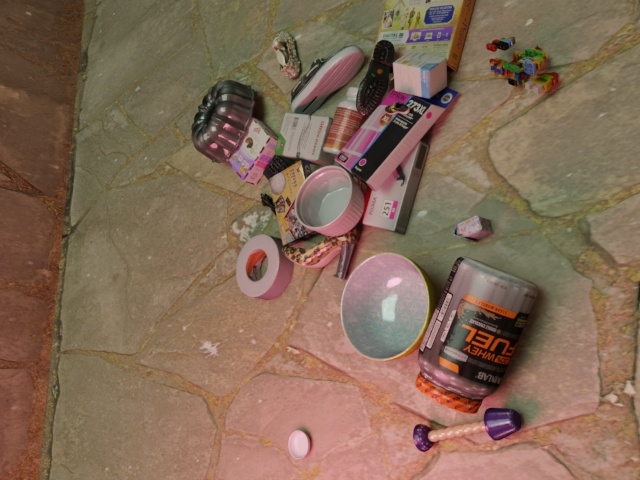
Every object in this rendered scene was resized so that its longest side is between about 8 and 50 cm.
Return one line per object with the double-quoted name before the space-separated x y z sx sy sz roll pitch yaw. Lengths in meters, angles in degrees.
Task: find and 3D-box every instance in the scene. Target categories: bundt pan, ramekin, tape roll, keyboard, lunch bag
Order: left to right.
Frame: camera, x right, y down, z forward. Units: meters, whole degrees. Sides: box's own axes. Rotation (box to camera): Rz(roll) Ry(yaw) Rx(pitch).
"bundt pan" -0.389 -0.469 2.420 0.330 0.124 0.331 -33 46 42
"tape roll" -0.194 0.091 2.170 0.219 0.072 0.219 -13 70 40
"keyboard" -0.120 -0.162 2.201 0.202 0.033 0.317 -55 47 17
"ramekin" 0.035 -0.111 1.903 0.207 0.109 0.207 -16 60 30
"lunch bag" 0.396 -0.025 1.649 0.083 0.071 0.053 -24 67 34

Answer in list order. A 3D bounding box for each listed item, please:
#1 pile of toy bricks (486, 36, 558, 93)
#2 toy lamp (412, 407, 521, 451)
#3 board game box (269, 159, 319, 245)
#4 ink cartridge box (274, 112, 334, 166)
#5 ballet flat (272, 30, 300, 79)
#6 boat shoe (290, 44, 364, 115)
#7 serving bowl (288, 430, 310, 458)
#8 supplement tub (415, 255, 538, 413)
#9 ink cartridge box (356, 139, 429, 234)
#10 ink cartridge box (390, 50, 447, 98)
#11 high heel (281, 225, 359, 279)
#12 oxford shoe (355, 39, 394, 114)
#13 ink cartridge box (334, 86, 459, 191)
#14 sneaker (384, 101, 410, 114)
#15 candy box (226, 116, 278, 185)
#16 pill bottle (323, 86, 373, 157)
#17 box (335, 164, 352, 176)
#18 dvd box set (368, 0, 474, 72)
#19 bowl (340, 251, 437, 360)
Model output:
"pile of toy bricks" 0.533 -0.470 1.639 0.105 0.118 0.212 -29 38 -11
"toy lamp" 0.357 0.461 1.548 0.274 0.080 0.080 -24 63 38
"board game box" -0.081 -0.121 2.094 0.165 0.042 0.244 -23 73 40
"ink cartridge box" -0.040 -0.340 2.128 0.208 0.086 0.153 17 90 41
"ballet flat" -0.135 -0.698 2.331 0.091 0.077 0.241 -41 53 29
"boat shoe" 0.003 -0.558 2.130 0.335 0.121 0.119 -35 61 34
"serving bowl" -0.059 0.622 1.926 0.083 0.027 0.084 -14 69 41
"supplement tub" 0.364 0.224 1.515 0.207 0.207 0.338 25 97 44
"ink cartridge box" 0.183 -0.175 1.900 0.238 0.060 0.275 16 89 43
"ink cartridge box" 0.278 -0.478 1.814 0.143 0.092 0.090 24 139 35
"high heel" 0.000 0.000 1.992 0.261 0.093 0.186 18 96 31
"oxford shoe" 0.168 -0.481 1.912 0.082 0.096 0.227 22 88 1
"ink cartridge box" 0.217 -0.328 1.840 0.371 0.069 0.175 -48 44 1
"sneaker" 0.216 -0.381 1.801 0.083 0.035 0.031 8 69 42
"candy box" -0.247 -0.332 2.339 0.196 0.070 0.165 -55 48 18
"pill bottle" 0.096 -0.363 1.989 0.121 0.121 0.216 22 94 44
"box" 0.050 -0.154 2.021 0.105 0.043 0.179 -16 63 40
"dvd box set" 0.325 -0.719 1.915 0.307 0.062 0.421 13 88 45
"bowl" 0.211 0.186 1.704 0.289 0.156 0.290 -14 68 40
